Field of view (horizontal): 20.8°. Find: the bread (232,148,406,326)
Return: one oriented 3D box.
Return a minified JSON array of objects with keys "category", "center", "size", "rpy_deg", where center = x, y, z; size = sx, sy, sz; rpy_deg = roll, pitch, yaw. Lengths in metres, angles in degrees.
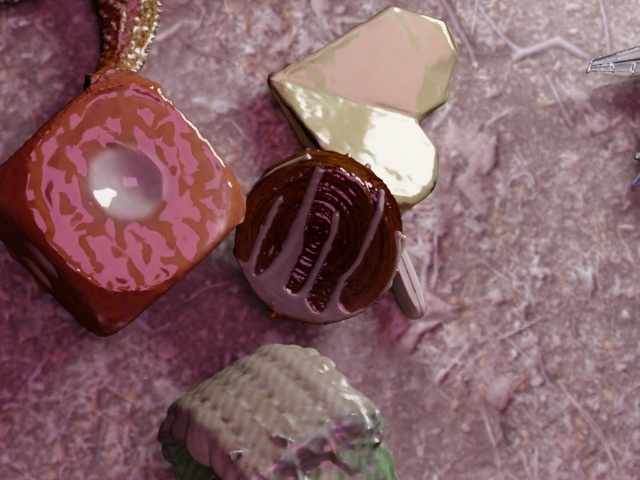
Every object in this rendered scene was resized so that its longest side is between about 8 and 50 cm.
[{"category":"bread","center":[0.000,0.000,1.584],"size":[0.160,0.073,0.160],"rpy_deg":[0,104,1]}]

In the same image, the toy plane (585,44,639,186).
[{"category":"toy plane","center":[0.356,-0.161,1.756],"size":[0.226,0.058,0.226],"rpy_deg":[23,74,-27]}]

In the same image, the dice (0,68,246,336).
[{"category":"dice","center":[-0.185,-0.030,1.517],"size":[0.174,0.179,0.175],"rpy_deg":[-44,98,-20]}]

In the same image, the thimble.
[{"category":"thimble","center":[-0.029,0.197,1.492],"size":[0.150,0.219,0.219],"rpy_deg":[-32,89,-18]}]

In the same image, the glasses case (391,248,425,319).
[{"category":"glasses case","center":[0.078,0.035,1.651],"size":[0.021,0.032,0.083],"rpy_deg":[-19,85,-22]}]

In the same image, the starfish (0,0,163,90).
[{"category":"starfish","center":[-0.222,-0.304,1.596],"size":[0.303,0.113,0.312],"rpy_deg":[-39,94,-19]}]

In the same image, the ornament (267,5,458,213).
[{"category":"ornament","center":[0.035,-0.132,1.663],"size":[0.180,0.059,0.201],"rpy_deg":[16,73,-11]}]
